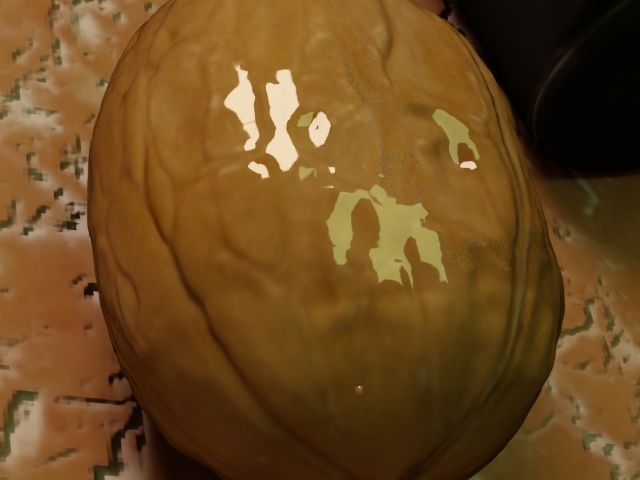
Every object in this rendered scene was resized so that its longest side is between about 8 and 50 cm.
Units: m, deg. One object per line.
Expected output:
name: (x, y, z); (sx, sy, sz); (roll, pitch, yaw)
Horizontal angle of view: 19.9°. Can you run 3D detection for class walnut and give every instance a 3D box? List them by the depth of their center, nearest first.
walnut: (0.000, 0.000, 0.635); (0.165, 0.165, 0.197); (5, 61, -30)

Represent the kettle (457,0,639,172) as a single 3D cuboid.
kettle: (0.127, -0.190, 0.885); (0.203, 0.262, 0.308); (-21, 66, -3)
